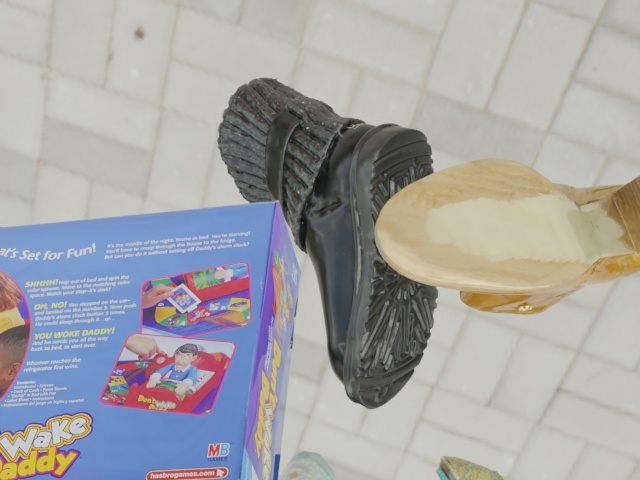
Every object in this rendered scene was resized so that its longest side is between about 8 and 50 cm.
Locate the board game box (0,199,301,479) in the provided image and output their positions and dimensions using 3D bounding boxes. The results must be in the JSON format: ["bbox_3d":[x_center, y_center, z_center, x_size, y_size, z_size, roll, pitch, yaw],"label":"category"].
[{"bbox_3d":[-0.197,0.096,0.825,0.347,0.233,0.078,-5,136,12],"label":"board game box"}]

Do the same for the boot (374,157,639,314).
[{"bbox_3d":[0.148,0.016,0.981,0.295,0.104,0.211,-8,162,-23],"label":"boot"}]

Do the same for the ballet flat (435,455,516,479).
[{"bbox_3d":[0.262,0.385,1.569,0.123,0.123,0.348,-17,113,30],"label":"ballet flat"}]

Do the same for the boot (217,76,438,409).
[{"bbox_3d":[0.003,-0.002,1.436,0.260,0.131,0.348,20,115,41],"label":"boot"}]

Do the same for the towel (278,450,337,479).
[{"bbox_3d":[-0.008,0.521,1.706,0.090,0.320,0.374,-12,104,13],"label":"towel"}]
